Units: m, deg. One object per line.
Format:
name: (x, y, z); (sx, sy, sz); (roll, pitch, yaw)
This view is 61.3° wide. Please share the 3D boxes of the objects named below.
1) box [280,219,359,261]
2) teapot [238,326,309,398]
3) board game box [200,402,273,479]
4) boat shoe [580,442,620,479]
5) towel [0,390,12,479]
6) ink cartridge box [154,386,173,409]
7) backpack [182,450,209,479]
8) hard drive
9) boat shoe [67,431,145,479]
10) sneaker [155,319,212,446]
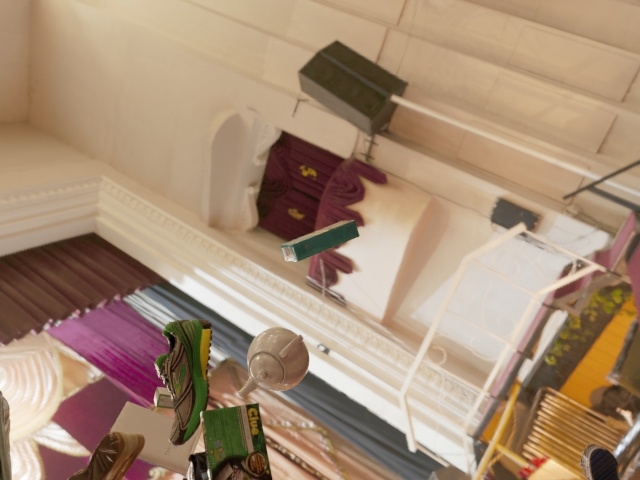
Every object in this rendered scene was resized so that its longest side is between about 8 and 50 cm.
box: (0.000, 0.000, 1.779); (0.244, 0.100, 0.060); (-22, -81, -26)
teapot: (-0.169, 0.449, 1.975); (0.187, 0.252, 0.256); (-31, -59, -65)
board game box: (-0.176, 0.491, 1.170); (0.136, 0.259, 0.030); (0, -31, -26)
boat shoe: (0.574, 0.478, 1.120); (0.066, 0.066, 0.183); (-33, -66, -5)
towel: (-0.790, 0.573, 1.309); (0.090, 0.374, 0.320); (-4, -29, -28)
ink cartridge box: (-0.592, 0.678, 2.296); (0.109, 0.209, 0.062); (-179, 102, -68)
backpack: (-0.338, 0.748, 1.641); (0.117, 0.173, 0.158); (0, -55, -31)
hard drive: (-0.633, 0.755, 2.071); (0.210, 0.319, 0.040); (-79, 13, -63)
boat shoe: (-0.619, 0.682, 1.525); (0.341, 0.121, 0.110); (-50, -34, 11)
sneaker: (-0.391, 0.387, 1.494); (0.134, 0.146, 0.343); (-40, 47, 54)
